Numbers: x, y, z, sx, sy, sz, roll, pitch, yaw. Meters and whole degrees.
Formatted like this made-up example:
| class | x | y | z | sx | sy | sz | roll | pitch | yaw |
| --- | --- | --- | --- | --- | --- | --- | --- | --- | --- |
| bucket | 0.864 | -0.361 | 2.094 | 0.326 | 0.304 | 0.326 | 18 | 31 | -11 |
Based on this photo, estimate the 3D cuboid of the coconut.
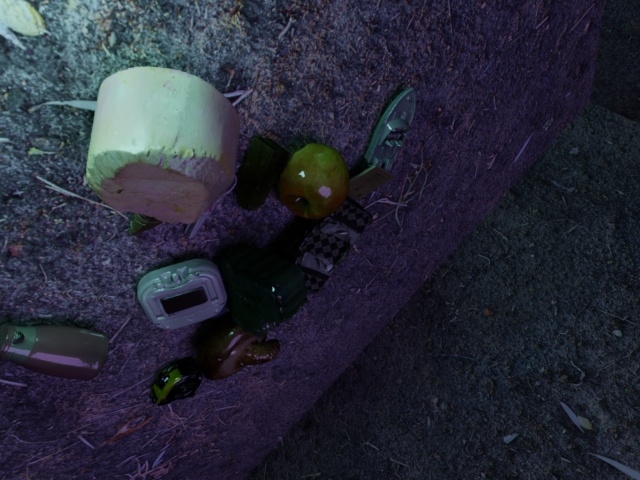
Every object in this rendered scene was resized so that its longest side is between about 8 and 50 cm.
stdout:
| class | x | y | z | sx | sy | sz | roll | pitch | yaw |
| --- | --- | --- | --- | --- | --- | --- | --- | --- | --- |
| coconut | -0.326 | -0.215 | 0.864 | 0.297 | 0.310 | 0.297 | -1 | 153 | -1 |

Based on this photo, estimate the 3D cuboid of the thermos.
| class | x | y | z | sx | sy | sz | roll | pitch | yaw |
| --- | --- | --- | --- | --- | --- | --- | --- | --- | --- |
| thermos | -0.765 | 0.307 | 1.117 | 0.176 | 0.146 | 0.265 | -28 | 145 | 22 |

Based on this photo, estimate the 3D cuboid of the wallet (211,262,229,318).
| class | x | y | z | sx | sy | sz | roll | pitch | yaw |
| --- | --- | --- | --- | --- | --- | --- | --- | --- | --- |
| wallet | -0.385 | 0.191 | 1.467 | 0.170 | 0.069 | 0.231 | -31 | 143 | -16 |

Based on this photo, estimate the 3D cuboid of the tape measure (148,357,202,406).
| class | x | y | z | sx | sy | sz | roll | pitch | yaw |
| --- | --- | --- | --- | --- | --- | --- | --- | --- | --- |
| tape measure | -0.584 | 0.583 | 1.655 | 0.199 | 0.112 | 0.186 | 5 | 121 | -53 |

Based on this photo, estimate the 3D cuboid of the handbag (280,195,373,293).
| class | x | y | z | sx | sy | sz | roll | pitch | yaw |
| --- | --- | --- | --- | --- | --- | --- | --- | --- | --- |
| handbag | 0.000 | 0.000 | 1.571 | 0.416 | 0.180 | 0.316 | -53 | 156 | 6 |

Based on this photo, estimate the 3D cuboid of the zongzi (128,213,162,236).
| class | x | y | z | sx | sy | sz | roll | pitch | yaw |
| --- | --- | --- | --- | --- | --- | --- | --- | --- | --- |
| zongzi | -0.431 | -0.084 | 1.120 | 0.189 | 0.081 | 0.178 | -28 | 169 | -49 |

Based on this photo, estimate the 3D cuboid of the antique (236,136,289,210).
| class | x | y | z | sx | sy | sz | roll | pitch | yaw |
| --- | --- | --- | --- | --- | --- | --- | --- | --- | --- |
| antique | -0.189 | -0.196 | 1.220 | 0.081 | 0.080 | 0.221 | -15 | 141 | -59 |

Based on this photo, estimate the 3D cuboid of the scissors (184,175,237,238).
| class | x | y | z | sx | sy | sz | roll | pitch | yaw |
| --- | --- | --- | --- | --- | --- | --- | --- | --- | --- |
| scissors | -0.344 | -0.110 | 1.201 | 0.118 | 0.030 | 0.242 | 15 | 113 | -55 |

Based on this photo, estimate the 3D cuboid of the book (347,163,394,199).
| class | x | y | z | sx | sy | sz | roll | pitch | yaw |
| --- | --- | --- | --- | --- | --- | --- | --- | --- | --- |
| book | 0.181 | -0.228 | 1.605 | 0.192 | 0.013 | 0.168 | -30 | 157 | 29 |

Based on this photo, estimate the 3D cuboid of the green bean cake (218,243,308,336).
| class | x | y | z | sx | sy | sz | roll | pitch | yaw |
| --- | --- | --- | --- | --- | --- | --- | --- | --- | --- |
| green bean cake | -0.191 | 0.193 | 1.403 | 0.169 | 0.300 | 0.308 | -36 | 137 | -41 |

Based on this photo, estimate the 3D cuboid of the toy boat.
| class | x | y | z | sx | sy | sz | roll | pitch | yaw |
| --- | --- | --- | --- | --- | --- | --- | --- | --- | --- |
| toy boat | 0.274 | -0.413 | 1.496 | 0.141 | 0.092 | 0.320 | -9 | 134 | -36 |

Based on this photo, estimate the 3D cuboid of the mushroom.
| class | x | y | z | sx | sy | sz | roll | pitch | yaw |
| --- | --- | --- | --- | --- | --- | --- | --- | --- | --- |
| mushroom | -0.361 | 0.433 | 1.661 | 0.345 | 0.239 | 0.346 | -16 | 117 | -34 |

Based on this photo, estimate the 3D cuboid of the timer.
| class | x | y | z | sx | sy | sz | roll | pitch | yaw |
| --- | --- | --- | --- | --- | --- | --- | --- | --- | --- |
| timer | -0.446 | 0.182 | 1.310 | 0.261 | 0.087 | 0.237 | -17 | 134 | -14 |

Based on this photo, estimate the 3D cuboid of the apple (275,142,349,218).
| class | x | y | z | sx | sy | sz | roll | pitch | yaw |
| --- | --- | --- | --- | --- | --- | --- | --- | --- | --- |
| apple | -0.024 | -0.200 | 1.315 | 0.246 | 0.246 | 0.226 | 74 | 36 | -55 |

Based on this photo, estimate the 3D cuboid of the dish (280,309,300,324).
| class | x | y | z | sx | sy | sz | roll | pitch | yaw |
| --- | --- | --- | --- | --- | --- | --- | --- | --- | --- |
| dish | -0.183 | 0.317 | 1.846 | 0.234 | 0.064 | 0.154 | -24 | 143 | -28 |
